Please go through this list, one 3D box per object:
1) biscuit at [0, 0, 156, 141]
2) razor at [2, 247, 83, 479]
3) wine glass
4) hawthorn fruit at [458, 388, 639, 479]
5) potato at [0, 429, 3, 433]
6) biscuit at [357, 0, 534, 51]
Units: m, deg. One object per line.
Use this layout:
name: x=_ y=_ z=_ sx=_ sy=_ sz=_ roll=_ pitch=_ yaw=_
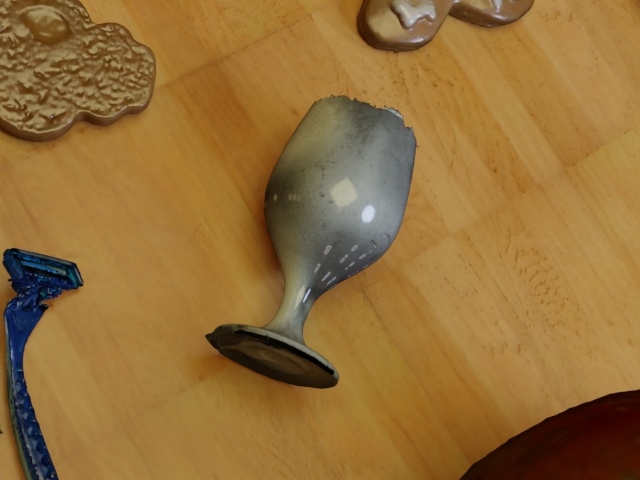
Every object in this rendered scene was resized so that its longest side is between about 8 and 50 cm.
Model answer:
biscuit: x=-0.262 y=-0.158 z=1.351 sx=0.236 sy=0.040 sz=0.144 roll=9 pitch=77 yaw=-16
razor: x=-0.222 y=0.171 z=1.252 sx=0.056 sy=0.093 sz=0.324 roll=-13 pitch=78 yaw=21
wine glass: x=0.000 y=0.000 z=1.330 sx=0.126 sy=0.126 sz=0.241 roll=25 pitch=70 yaw=-8
hawthorn fruit: x=0.274 y=0.281 z=1.168 sx=0.403 sy=0.403 sz=0.402 roll=5 pitch=71 yaw=-15
potato: x=-0.342 y=0.046 z=1.225 sx=0.120 sy=0.100 sz=0.261 roll=-17 pitch=78 yaw=-21
biscuit: x=0.064 y=-0.347 z=1.504 sx=0.216 sy=0.047 sz=0.339 roll=-19 pitch=79 yaw=-22
